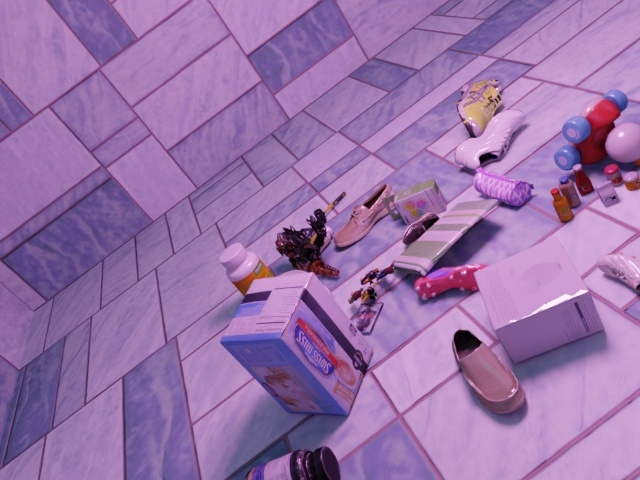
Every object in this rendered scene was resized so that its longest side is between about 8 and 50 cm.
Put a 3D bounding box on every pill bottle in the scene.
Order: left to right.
[{"bbox_3d":[-0.263,0.129,2.198,0.136,0.246,0.136,-27,30,17],"label":"pill bottle"},{"bbox_3d":[-0.067,0.585,1.447,0.219,0.123,0.123,-27,30,16],"label":"pill bottle"},{"bbox_3d":[0.000,0.000,2.291,0.116,0.065,0.065,-48,31,-22],"label":"pill bottle"}]

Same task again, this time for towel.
[{"bbox_3d":[0.383,-0.011,1.854,0.325,0.038,0.248,-41,10,-11],"label":"towel"}]

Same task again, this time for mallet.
[{"bbox_3d":[0.049,-0.136,2.478,0.189,0.062,0.039,-37,26,-33],"label":"mallet"}]

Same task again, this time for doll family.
[{"bbox_3d":[0.163,0.136,1.874,0.193,0.076,0.111,-57,-1,-16],"label":"doll family"}]

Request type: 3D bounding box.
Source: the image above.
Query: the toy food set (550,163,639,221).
[{"bbox_3d":[0.760,-0.159,1.660,0.232,0.104,0.111,-25,31,20],"label":"toy food set"}]

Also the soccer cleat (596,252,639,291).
[{"bbox_3d":[0.733,0.080,1.384,0.076,0.068,0.196,-50,34,-17],"label":"soccer cleat"}]

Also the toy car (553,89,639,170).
[{"bbox_3d":[0.851,-0.279,1.711,0.219,0.210,0.238,-33,54,-21],"label":"toy car"}]

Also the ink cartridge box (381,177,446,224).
[{"bbox_3d":[0.325,-0.126,2.079,0.209,0.109,0.062,-21,32,26],"label":"ink cartridge box"}]

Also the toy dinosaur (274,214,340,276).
[{"bbox_3d":[-0.045,0.038,2.185,0.321,0.218,0.164,17,37,21],"label":"toy dinosaur"}]

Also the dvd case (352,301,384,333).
[{"bbox_3d":[0.141,0.241,1.839,0.087,0.013,0.119,-8,38,40],"label":"dvd case"}]

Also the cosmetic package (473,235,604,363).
[{"bbox_3d":[0.522,0.143,1.441,0.224,0.138,0.224,-25,31,17],"label":"cosmetic package"}]

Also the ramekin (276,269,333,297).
[{"bbox_3d":[-0.102,0.219,2.016,0.272,0.127,0.273,-26,30,17],"label":"ramekin"}]

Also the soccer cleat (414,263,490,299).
[{"bbox_3d":[0.386,0.103,1.714,0.248,0.083,0.095,-20,28,32],"label":"soccer cleat"}]

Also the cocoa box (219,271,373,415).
[{"bbox_3d":[-0.057,0.293,1.632,0.231,0.347,0.228,-11,38,37],"label":"cocoa box"}]

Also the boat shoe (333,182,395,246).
[{"bbox_3d":[0.158,-0.096,2.224,0.302,0.098,0.109,-39,29,-5],"label":"boat shoe"}]

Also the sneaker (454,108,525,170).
[{"bbox_3d":[0.626,-0.349,2.115,0.297,0.111,0.129,-41,45,-1],"label":"sneaker"}]

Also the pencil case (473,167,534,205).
[{"bbox_3d":[0.578,-0.173,1.896,0.086,0.088,0.206,-40,28,-10],"label":"pencil case"}]

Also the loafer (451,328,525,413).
[{"bbox_3d":[0.381,0.304,1.406,0.102,0.092,0.268,-37,29,-1],"label":"loafer"}]

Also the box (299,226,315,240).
[{"bbox_3d":[-0.060,-0.024,2.438,0.083,0.018,0.067,-6,41,43],"label":"box"}]

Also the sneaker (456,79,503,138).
[{"bbox_3d":[0.627,-0.529,2.308,0.147,0.145,0.385,-19,35,30],"label":"sneaker"}]

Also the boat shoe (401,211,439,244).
[{"bbox_3d":[0.338,-0.041,1.995,0.152,0.056,0.049,-44,24,-13],"label":"boat shoe"}]
